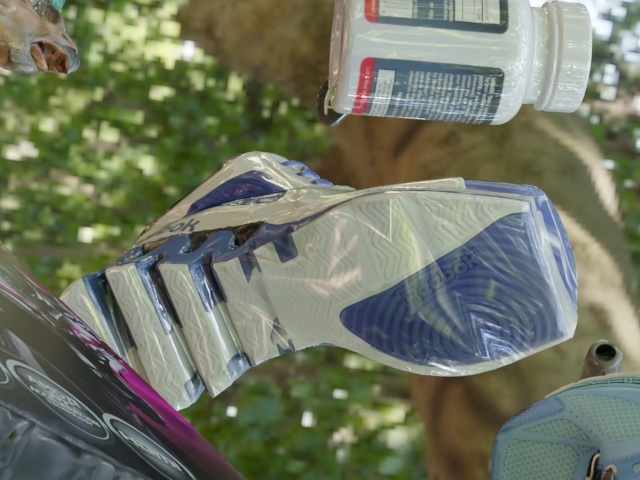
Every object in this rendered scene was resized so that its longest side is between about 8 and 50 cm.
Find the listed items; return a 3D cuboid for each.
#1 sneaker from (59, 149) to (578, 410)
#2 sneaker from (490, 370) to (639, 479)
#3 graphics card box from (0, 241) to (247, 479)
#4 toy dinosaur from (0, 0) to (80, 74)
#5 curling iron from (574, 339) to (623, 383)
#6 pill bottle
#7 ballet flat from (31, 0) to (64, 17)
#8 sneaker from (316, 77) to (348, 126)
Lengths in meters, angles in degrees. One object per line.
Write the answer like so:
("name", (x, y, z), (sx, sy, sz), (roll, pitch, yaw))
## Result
("sneaker", (-0.001, 0.000, 1.102), (0.182, 0.315, 0.127), (-71, 148, -61))
("sneaker", (0.101, 0.079, 0.499), (0.162, 0.073, 0.063), (18, -74, 53))
("graphics card box", (-0.168, 0.046, 0.698), (0.094, 0.233, 0.371), (-52, -139, 0))
("toy dinosaur", (-0.272, -0.217, 1.031), (0.127, 0.200, 0.295), (-15, -88, 38))
("curling iron", (0.165, 0.123, 1.036), (0.274, 0.068, 0.035), (76, 25, -57))
("pill bottle", (0.101, -0.139, 1.280), (0.108, 0.180, 0.108), (-176, -90, -85))
("ballet flat", (-0.193, -0.337, 1.207), (0.483, 0.182, 0.164), (132, -30, -53))
("sneaker", (0.032, -0.154, 1.688), (0.109, 0.040, 0.044), (-63, 158, -14))
